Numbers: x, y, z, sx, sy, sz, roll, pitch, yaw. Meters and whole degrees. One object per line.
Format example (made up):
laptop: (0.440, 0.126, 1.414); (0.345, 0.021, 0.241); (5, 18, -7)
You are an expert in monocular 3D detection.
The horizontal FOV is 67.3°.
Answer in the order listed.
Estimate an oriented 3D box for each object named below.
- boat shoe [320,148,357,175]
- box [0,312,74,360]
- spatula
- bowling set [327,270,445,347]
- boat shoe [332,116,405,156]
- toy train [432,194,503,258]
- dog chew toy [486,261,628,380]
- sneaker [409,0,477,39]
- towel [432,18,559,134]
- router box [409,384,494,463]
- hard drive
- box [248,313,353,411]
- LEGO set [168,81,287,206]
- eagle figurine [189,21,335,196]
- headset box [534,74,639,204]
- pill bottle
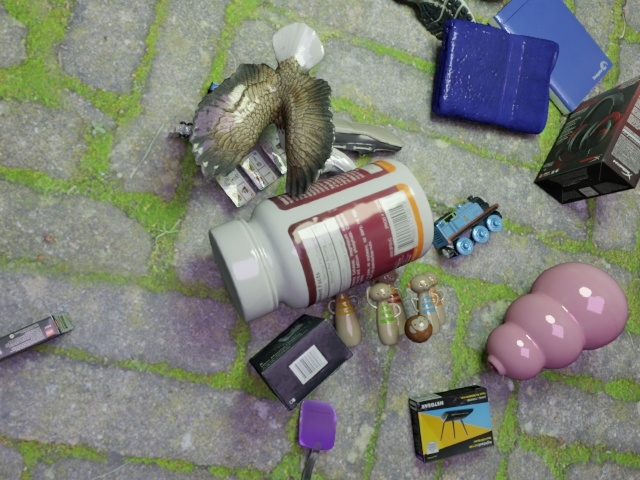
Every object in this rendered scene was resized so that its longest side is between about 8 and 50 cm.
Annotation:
boat shoe: (-0.001, -0.177, 1.039); (0.184, 0.066, 0.063); (39, 67, -9)
box: (-0.545, 0.187, 0.824); (0.207, 0.114, 0.036); (-25, 91, -17)
spatula: (-0.024, 0.483, 0.986); (0.084, 0.030, 0.296); (14, 80, -17)
bowling set: (0.176, 0.127, 1.001); (0.287, 0.200, 0.154); (-10, 86, -21)
boat shoe: (0.091, -0.226, 1.090); (0.206, 0.075, 0.065); (8, 125, -20)
toy train: (0.341, -0.034, 1.123); (0.184, 0.080, 0.105); (-34, 88, -16)
dog chew toy: (0.521, 0.195, 1.093); (0.332, 0.206, 0.206); (-33, 94, -9)
sneaker: (0.280, -0.603, 1.151); (0.283, 0.110, 0.122); (37, 64, -14)
towel: (0.421, -0.391, 1.168); (0.308, 0.076, 0.227); (5, 96, -18)
router box: (0.294, 0.408, 1.078); (0.179, 0.046, 0.133); (-6, 86, -17)
hard drive: (0.613, -0.519, 1.269); (0.318, 0.040, 0.210); (47, 74, -7)
box: (-0.044, 0.230, 0.940); (0.156, 0.158, 0.093); (-38, 96, -17)
LEGO set: (-0.190, -0.208, 1.016); (0.182, 0.060, 0.244); (-42, 98, -28)
eagle figurine: (-0.078, -0.238, 0.909); (0.225, 0.226, 0.298); (49, 36, -24)
headset box: (0.691, -0.250, 1.172); (0.110, 0.218, 0.293); (35, 77, -10)
pill bottle: (0.000, 0.000, 0.944); (0.392, 0.224, 0.224); (-21, 90, -17)
